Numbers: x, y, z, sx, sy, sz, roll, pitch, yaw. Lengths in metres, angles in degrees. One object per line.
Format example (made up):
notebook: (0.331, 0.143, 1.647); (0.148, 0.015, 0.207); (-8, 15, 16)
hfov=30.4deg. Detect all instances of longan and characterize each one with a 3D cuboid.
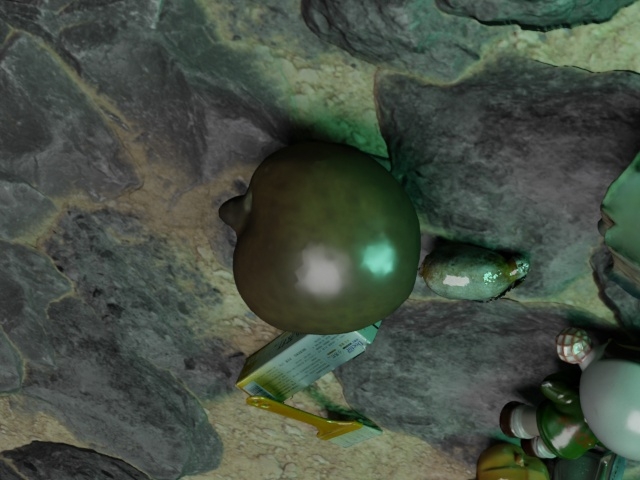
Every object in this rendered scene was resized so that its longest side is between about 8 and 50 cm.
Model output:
longan: (0.000, 0.000, 1.653); (0.300, 0.243, 0.300); (8, 111, 21)

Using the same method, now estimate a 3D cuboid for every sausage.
sausage: (0.328, 0.448, 2.033); (0.136, 0.120, 0.241); (-2, 132, 7)

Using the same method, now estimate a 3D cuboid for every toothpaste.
toothpaste: (-0.026, 0.189, 1.977); (0.089, 0.071, 0.313); (39, 136, -13)

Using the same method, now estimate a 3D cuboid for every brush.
brush: (-0.021, 0.315, 2.070); (0.272, 0.013, 0.103); (25, 142, -34)

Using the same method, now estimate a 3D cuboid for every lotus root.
lotus root: (0.223, 0.049, 1.719); (0.165, 0.088, 0.088); (2, 134, 9)

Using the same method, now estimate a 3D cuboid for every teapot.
teapot: (0.452, 0.416, 1.951); (0.149, 0.108, 0.111); (-16, 125, 36)

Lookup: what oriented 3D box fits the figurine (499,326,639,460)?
figurine: (0.428, 0.254, 1.768); (0.281, 0.167, 0.370); (45, 143, -15)

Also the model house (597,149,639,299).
model house: (0.514, 0.020, 1.469); (0.298, 0.243, 0.284); (38, 170, 24)
